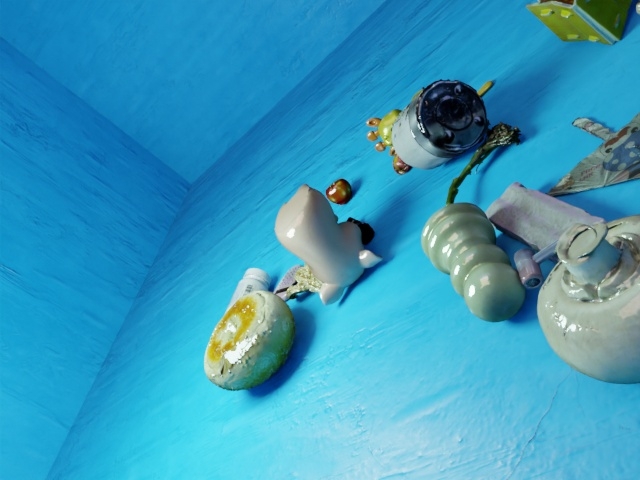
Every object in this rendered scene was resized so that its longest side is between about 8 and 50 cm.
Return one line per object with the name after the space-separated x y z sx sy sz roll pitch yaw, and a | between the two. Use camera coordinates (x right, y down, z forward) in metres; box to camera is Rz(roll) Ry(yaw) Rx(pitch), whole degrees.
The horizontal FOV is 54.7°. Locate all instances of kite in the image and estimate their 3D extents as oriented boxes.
0.555 -0.186 1.150 0.335 0.011 0.314 -43 23 17 | kite

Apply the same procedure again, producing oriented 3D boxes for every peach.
0.238 -0.234 1.779 0.077 0.050 0.083 -20 34 50 | peach

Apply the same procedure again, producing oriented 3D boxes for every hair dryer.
0.375 0.026 1.021 0.114 0.037 0.063 -43 31 33 | hair dryer

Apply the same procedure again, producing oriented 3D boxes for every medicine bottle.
-0.224 0.185 1.935 0.103 0.103 0.186 -28 32 43 | medicine bottle

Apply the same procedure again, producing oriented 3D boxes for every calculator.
-0.103 0.141 1.878 0.103 0.024 0.166 -19 36 51 | calculator

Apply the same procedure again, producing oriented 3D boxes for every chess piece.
0.290 0.048 1.143 0.144 0.144 0.251 -44 28 16 | chess piece

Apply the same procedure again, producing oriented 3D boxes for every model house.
0.608 -0.627 1.379 0.340 0.300 0.323 -39 34 40 | model house

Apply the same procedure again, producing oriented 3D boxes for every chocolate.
0.097 -0.027 1.722 0.147 0.072 0.070 -160 66 -75 | chocolate

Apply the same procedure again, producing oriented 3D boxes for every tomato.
0.061 -0.152 1.955 0.087 0.075 0.087 -37 12 9 | tomato

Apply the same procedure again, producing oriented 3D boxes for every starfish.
-0.015 0.097 1.732 0.216 0.071 0.238 -54 28 7 | starfish

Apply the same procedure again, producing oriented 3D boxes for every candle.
0.280 -0.276 1.569 0.187 0.187 0.330 -56 5 -11 | candle

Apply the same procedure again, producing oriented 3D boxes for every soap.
0.439 -0.405 1.702 0.089 0.012 0.034 -46 23 13 | soap

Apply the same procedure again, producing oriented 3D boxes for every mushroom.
0.398 0.061 0.823 0.246 0.202 0.246 -41 14 13 | mushroom

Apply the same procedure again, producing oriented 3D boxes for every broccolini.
0.371 -0.170 1.407 0.271 0.062 0.123 -53 7 -19 | broccolini

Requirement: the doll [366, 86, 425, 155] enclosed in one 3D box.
0.242 -0.350 1.843 0.221 0.143 0.135 -35 28 19 | doll

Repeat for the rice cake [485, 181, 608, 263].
0.409 -0.031 1.135 0.106 0.050 0.298 -49 22 6 | rice cake

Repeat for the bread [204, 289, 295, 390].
-0.182 0.274 1.647 0.305 0.159 0.305 -39 22 20 | bread

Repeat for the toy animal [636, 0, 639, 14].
0.706 -0.492 1.206 0.233 0.121 0.169 -47 37 -17 | toy animal

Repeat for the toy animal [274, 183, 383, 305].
0.003 0.002 1.601 0.195 0.256 0.213 -47 11 19 | toy animal
